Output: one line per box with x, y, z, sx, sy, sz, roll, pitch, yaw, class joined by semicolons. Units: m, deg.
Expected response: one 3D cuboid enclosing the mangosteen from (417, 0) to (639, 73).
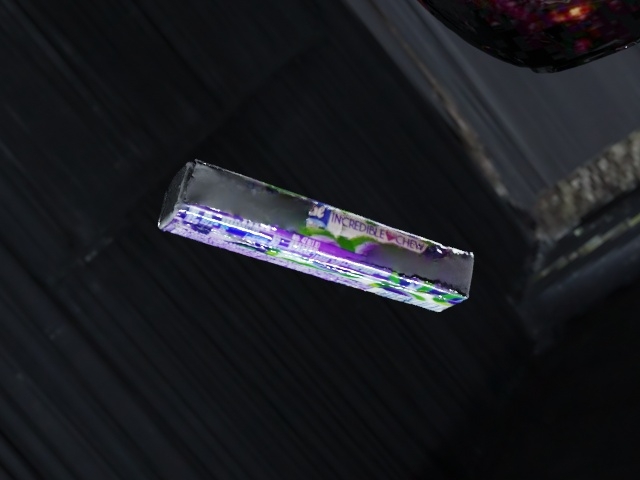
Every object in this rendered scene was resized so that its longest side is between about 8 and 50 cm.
0.159;-0.234;0.735;0.288;0.233;0.287;-24;-171;4;mangosteen

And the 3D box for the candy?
0.000;0.000;1.285;0.088;0.312;0.061;150;-45;-67;candy
